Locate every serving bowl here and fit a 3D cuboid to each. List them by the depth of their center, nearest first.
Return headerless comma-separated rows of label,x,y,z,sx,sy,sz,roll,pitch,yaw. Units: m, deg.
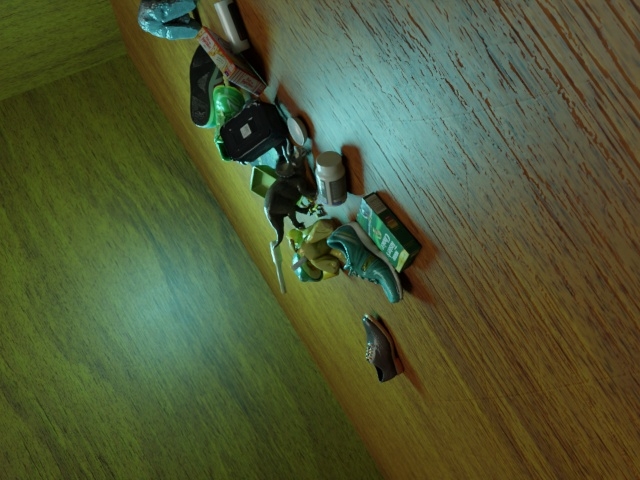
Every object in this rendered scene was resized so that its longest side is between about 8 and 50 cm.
serving bowl,-0.060,-0.312,1.219,0.083,0.027,0.083,50,160,26

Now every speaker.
speaker,-0.248,-0.603,1.219,0.055,0.055,0.136,33,149,55

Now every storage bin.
storage bin,-0.207,-0.329,1.321,0.180,0.084,0.121,-27,82,32

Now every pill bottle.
pill bottle,0.029,-0.161,1.135,0.078,0.078,0.137,47,159,36

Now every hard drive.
hard drive,-0.186,-0.306,1.522,0.236,0.064,0.339,55,163,15

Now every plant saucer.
plant saucer,-0.143,-0.177,1.467,0.188,0.045,0.188,31,158,-1

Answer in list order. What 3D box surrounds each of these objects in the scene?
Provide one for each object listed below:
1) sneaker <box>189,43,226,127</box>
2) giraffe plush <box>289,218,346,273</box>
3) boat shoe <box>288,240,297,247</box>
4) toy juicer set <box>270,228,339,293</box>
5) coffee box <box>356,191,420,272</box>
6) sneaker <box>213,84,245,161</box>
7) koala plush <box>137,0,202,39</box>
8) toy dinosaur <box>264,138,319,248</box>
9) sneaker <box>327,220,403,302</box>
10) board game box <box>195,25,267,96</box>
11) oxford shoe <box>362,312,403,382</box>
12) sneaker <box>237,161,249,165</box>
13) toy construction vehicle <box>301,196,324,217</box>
sneaker,-0.376,-0.549,1.571,0.178,0.124,0.295,-13,-68,-70
giraffe plush,0.000,0.000,1.381,0.181,0.211,0.170,61,-167,-22
boat shoe,-0.074,0.007,1.737,0.178,0.064,0.060,20,133,55
toy juicer set,-0.057,0.048,1.458,0.329,0.090,0.209,-9,-109,-61
coffee box,0.162,-0.019,1.057,0.184,0.041,0.113,54,162,19
sneaker,-0.312,-0.396,1.492,0.295,0.110,0.123,99,167,-52
koala plush,-0.542,-0.831,1.480,0.196,0.204,0.221,118,132,-70
toy dinosaur,-0.101,-0.132,1.319,0.161,0.313,0.121,25,-170,-10
sneaker,0.124,0.071,1.198,0.275,0.110,0.107,50,161,25
board game box,-0.261,-0.524,1.271,0.193,0.045,0.147,53,-160,18
oxford shoe,0.200,0.381,1.513,0.271,0.099,0.097,64,162,-14
sneaker,-0.357,-0.377,1.839,0.262,0.099,0.120,31,152,59
toy construction vehicle,-0.034,-0.116,1.455,0.098,0.035,0.086,62,163,-9
